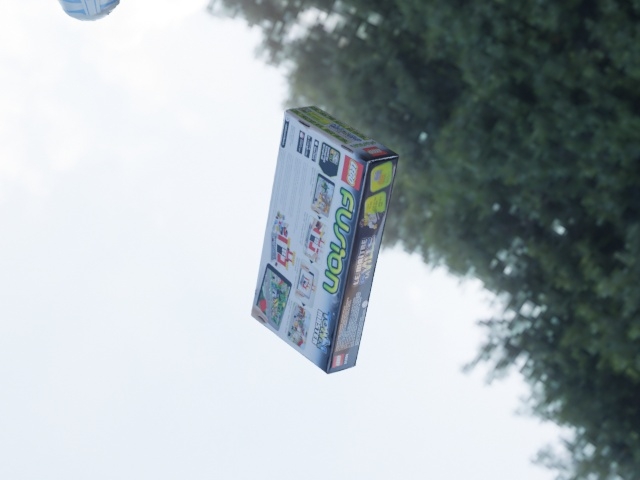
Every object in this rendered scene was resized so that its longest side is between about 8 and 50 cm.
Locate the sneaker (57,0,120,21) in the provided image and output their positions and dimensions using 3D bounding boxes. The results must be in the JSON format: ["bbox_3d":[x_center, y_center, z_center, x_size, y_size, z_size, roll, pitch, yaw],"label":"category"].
[{"bbox_3d":[-0.246,-0.313,1.456,0.085,0.086,0.237,-8,-140,-11],"label":"sneaker"}]

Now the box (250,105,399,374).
[{"bbox_3d":[0.000,0.000,1.237,0.036,0.207,0.114,-13,-146,-40],"label":"box"}]
